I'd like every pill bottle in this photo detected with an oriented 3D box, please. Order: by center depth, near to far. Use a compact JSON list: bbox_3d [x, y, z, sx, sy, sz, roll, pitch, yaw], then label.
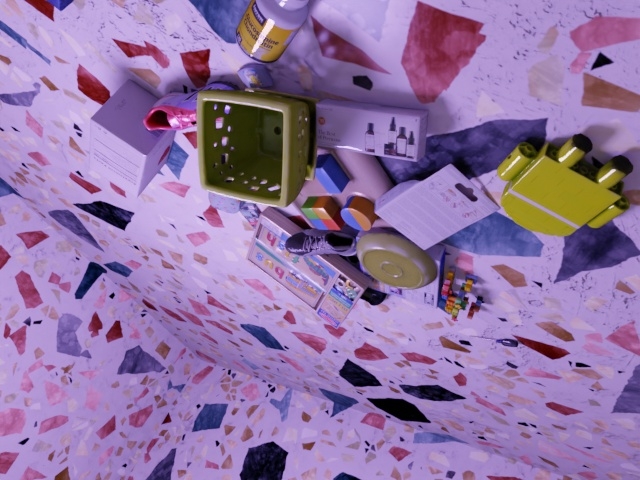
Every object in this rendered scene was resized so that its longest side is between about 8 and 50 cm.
[{"bbox_3d":[-0.086,-0.426,0.998,0.103,0.103,0.184,36,150,-13],"label":"pill bottle"}]

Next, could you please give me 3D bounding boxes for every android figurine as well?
[{"bbox_3d":[0.479,-0.099,1.066,0.248,0.056,0.273,28,151,2],"label":"android figurine"}]

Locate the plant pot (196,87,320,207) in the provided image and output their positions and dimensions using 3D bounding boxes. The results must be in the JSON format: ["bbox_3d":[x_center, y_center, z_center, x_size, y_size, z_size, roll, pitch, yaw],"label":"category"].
[{"bbox_3d":[-0.125,-0.226,1.189,0.227,0.207,0.228,14,118,20],"label":"plant pot"}]

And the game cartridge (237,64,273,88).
[{"bbox_3d":[-0.153,-0.380,1.221,0.083,0.017,0.056,5,139,36],"label":"game cartridge"}]

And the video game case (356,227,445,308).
[{"bbox_3d":[0.238,0.079,1.557,0.245,0.061,0.269,16,148,20],"label":"video game case"}]

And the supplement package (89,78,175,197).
[{"bbox_3d":[-0.550,-0.288,1.550,0.175,0.177,0.293,34,151,-9],"label":"supplement package"}]

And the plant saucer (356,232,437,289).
[{"bbox_3d":[0.204,0.069,1.471,0.241,0.037,0.241,21,149,13],"label":"plant saucer"}]

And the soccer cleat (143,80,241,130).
[{"bbox_3d":[-0.318,-0.326,1.336,0.318,0.116,0.108,5,132,37],"label":"soccer cleat"}]

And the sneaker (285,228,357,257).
[{"bbox_3d":[0.000,0.000,1.543,0.229,0.086,0.132,-2,172,7],"label":"sneaker"}]

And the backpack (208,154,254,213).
[{"bbox_3d":[-0.271,-0.163,1.567,0.152,0.115,0.182,27,154,-1],"label":"backpack"}]

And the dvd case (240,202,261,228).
[{"bbox_3d":[-0.221,-0.080,1.759,0.087,0.013,0.119,2,142,39],"label":"dvd case"}]

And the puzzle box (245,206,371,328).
[{"bbox_3d":[-0.054,0.095,1.729,0.409,0.052,0.272,36,141,9],"label":"puzzle box"}]

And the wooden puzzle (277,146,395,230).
[{"bbox_3d":[0.023,-0.129,1.397,0.348,0.080,0.322,-2,138,43],"label":"wooden puzzle"}]

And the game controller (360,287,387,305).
[{"bbox_3d":[0.074,0.129,1.800,0.319,0.067,0.166,25,165,9],"label":"game controller"}]

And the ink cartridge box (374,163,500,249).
[{"bbox_3d":[0.277,-0.087,1.270,0.189,0.066,0.232,35,129,-25],"label":"ink cartridge box"}]

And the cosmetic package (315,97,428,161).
[{"bbox_3d":[0.106,-0.240,1.134,0.239,0.060,0.098,13,120,25],"label":"cosmetic package"}]

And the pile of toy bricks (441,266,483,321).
[{"bbox_3d":[0.401,0.183,1.532,0.118,0.105,0.212,17,149,21],"label":"pile of toy bricks"}]

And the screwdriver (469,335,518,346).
[{"bbox_3d":[0.556,0.325,1.706,0.170,0.025,0.024,-3,138,43],"label":"screwdriver"}]

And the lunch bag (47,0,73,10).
[{"bbox_3d":[-0.618,-0.599,1.230,0.065,0.067,0.098,34,150,-9],"label":"lunch bag"}]
